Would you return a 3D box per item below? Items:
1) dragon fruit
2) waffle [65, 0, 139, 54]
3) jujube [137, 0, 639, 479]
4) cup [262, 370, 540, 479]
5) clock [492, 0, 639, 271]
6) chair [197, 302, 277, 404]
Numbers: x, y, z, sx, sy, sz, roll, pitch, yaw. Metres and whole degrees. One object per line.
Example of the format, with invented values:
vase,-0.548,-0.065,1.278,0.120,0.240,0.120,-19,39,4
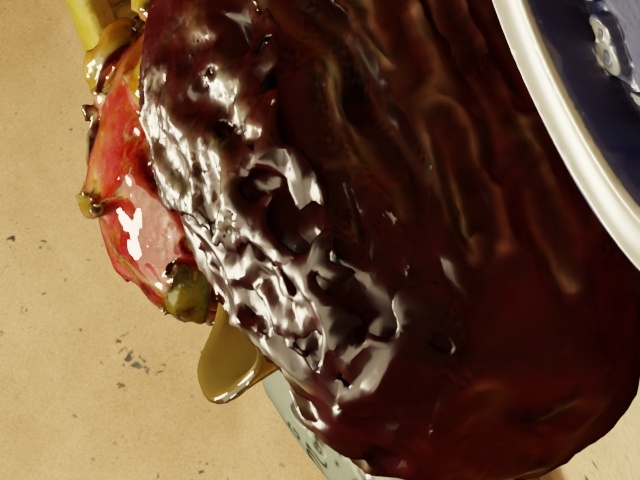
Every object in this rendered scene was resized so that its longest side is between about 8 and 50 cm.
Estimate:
dragon fruit,-0.095,-0.119,1.449,0.314,0.296,0.263,46,156,53
waffle,-0.128,-0.239,1.567,0.055,0.248,0.221,36,157,31
jujube,0.032,-0.039,0.884,0.258,0.258,0.377,77,176,-58
cup,0.090,0.138,1.414,0.234,0.186,0.258,53,139,37
clock,0.124,-0.092,0.554,0.230,0.083,0.230,160,90,-85
chair,0.000,0.000,1.207,0.159,0.246,0.172,-125,15,-63
